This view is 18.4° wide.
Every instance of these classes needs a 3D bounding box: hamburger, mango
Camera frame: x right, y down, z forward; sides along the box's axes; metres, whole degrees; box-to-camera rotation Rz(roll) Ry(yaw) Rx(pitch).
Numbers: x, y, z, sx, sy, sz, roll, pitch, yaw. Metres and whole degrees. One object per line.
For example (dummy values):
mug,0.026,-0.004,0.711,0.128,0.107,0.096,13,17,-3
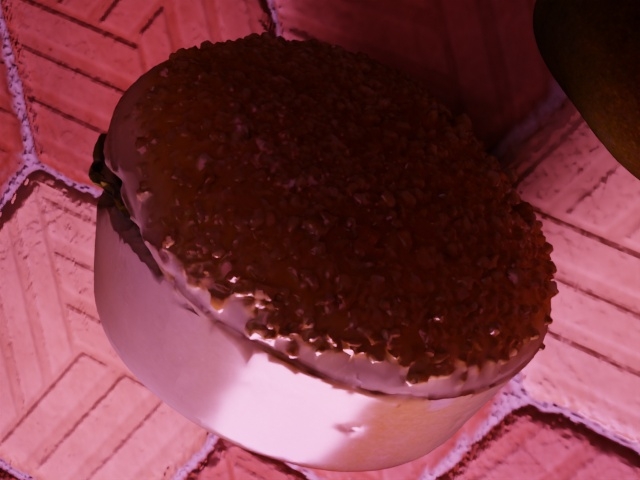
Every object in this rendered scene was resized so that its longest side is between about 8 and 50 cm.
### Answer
hamburger,0.000,0.000,1.197,0.302,0.302,0.170,39,126,24
mango,0.223,-0.083,1.128,0.267,0.111,0.133,32,127,32
